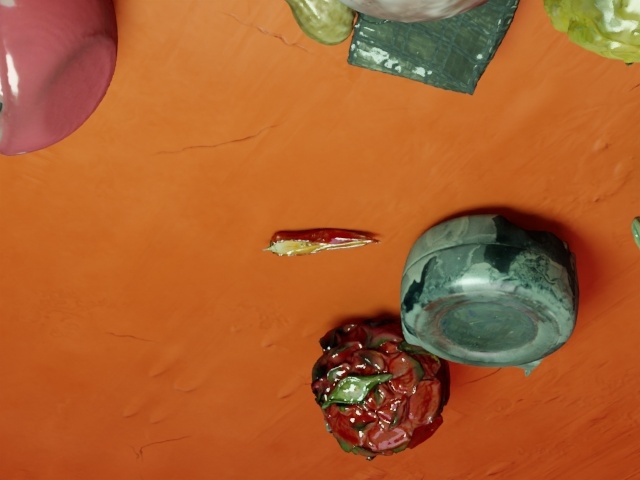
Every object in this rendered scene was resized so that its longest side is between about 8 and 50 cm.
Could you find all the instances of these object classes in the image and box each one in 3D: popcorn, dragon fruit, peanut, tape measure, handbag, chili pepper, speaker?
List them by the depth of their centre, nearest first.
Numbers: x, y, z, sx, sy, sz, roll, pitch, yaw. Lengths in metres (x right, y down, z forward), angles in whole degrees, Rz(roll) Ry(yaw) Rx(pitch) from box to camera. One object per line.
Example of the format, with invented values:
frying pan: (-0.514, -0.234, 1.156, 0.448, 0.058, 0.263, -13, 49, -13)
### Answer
popcorn: (0.325, -0.288, 1.116, 0.250, 0.190, 0.250, 30, 137, 33)
peanut: (-0.017, -0.298, 1.250, 0.089, 0.089, 0.193, -21, 135, 27)
handbag: (0.131, -0.276, 1.274, 0.175, 0.088, 0.270, 17, 140, -3)
speaker: (-0.387, -0.240, 1.281, 0.294, 0.294, 0.294, 3, 141, 2)
tape measure: (0.242, 0.077, 1.637, 0.256, 0.147, 0.275, 12, 144, -7)
chili pepper: (0.000, 0.000, 1.653, 0.178, 0.027, 0.045, -4, 144, 10)
dragon fruit: (0.100, 0.231, 1.811, 0.234, 0.233, 0.293, -4, 176, 10)

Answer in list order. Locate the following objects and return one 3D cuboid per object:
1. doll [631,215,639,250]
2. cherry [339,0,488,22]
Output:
doll: (0.547, -0.003, 1.441, 0.247, 0.247, 0.349, -23, 121, 29)
cherry: (0.074, -0.362, 0.993, 0.326, 0.335, 0.291, 47, 145, -11)
